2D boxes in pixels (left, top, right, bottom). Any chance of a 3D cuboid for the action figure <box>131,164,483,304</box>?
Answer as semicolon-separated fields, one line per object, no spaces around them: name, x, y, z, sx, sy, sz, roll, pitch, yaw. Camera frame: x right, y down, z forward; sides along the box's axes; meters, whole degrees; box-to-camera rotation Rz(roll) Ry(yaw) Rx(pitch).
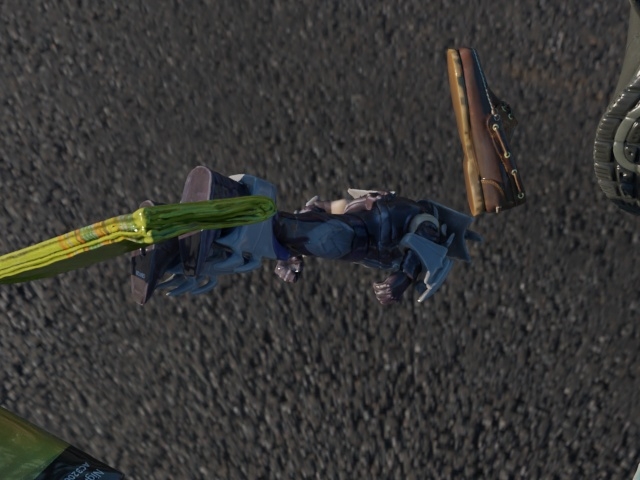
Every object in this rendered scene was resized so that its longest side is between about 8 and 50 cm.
action figure;0.000;0.000;0.953;0.285;0.185;0.099;1;88;-37

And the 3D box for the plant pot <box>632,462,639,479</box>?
plant pot;0.448;0.229;1.169;0.247;0.252;0.248;18;69;22

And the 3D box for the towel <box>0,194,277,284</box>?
towel;-0.140;0.007;0.781;0.102;0.237;0.021;-7;85;-45

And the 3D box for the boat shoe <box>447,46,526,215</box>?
boat shoe;0.198;-0.132;1.448;0.073;0.207;0.073;-12;21;3

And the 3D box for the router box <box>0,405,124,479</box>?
router box;-0.367;0.264;1.102;0.243;0.081;0.309;24;31;19

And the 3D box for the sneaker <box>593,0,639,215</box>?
sneaker;0.289;-0.151;0.972;0.109;0.286;0.130;13;34;16
